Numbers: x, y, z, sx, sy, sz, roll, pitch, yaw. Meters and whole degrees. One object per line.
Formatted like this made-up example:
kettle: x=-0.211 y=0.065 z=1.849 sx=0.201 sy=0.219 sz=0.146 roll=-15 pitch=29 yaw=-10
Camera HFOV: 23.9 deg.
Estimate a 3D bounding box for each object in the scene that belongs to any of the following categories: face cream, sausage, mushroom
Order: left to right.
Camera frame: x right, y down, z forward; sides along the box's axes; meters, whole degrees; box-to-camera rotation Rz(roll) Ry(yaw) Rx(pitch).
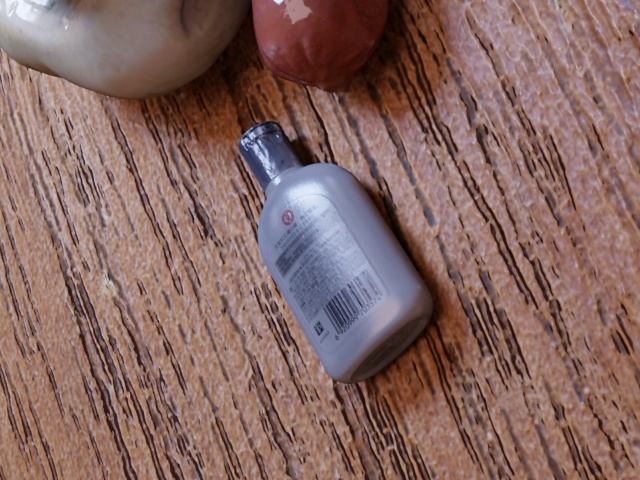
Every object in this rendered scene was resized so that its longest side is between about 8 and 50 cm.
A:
mushroom: x=-0.247 y=-0.306 z=1.666 sx=0.353 sy=0.353 sz=0.325 roll=63 pitch=152 yaw=26
sausage: x=-0.004 y=-0.273 z=1.546 sx=0.148 sy=0.148 sz=0.254 roll=-9 pitch=79 yaw=38
face cream: x=0.000 y=0.000 z=1.553 sx=0.144 sy=0.071 sz=0.291 roll=-47 pitch=59 yaw=24
